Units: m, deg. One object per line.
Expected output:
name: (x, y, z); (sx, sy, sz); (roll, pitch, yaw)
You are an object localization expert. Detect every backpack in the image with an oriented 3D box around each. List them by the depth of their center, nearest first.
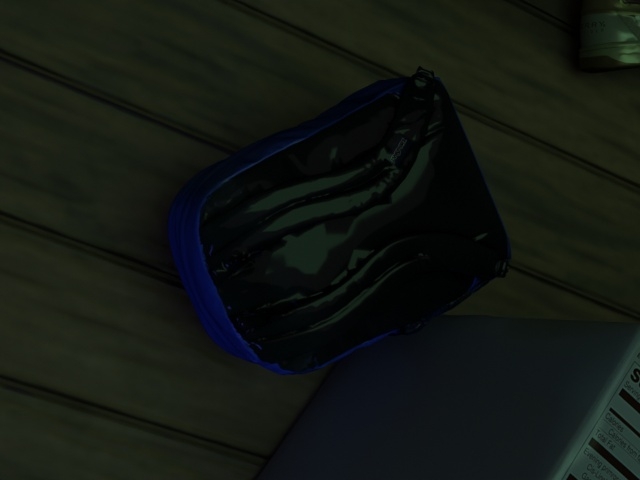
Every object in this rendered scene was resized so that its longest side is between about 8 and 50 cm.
backpack: (0.000, 0.000, 0.534); (0.120, 0.101, 0.098); (-30, 98, -20)

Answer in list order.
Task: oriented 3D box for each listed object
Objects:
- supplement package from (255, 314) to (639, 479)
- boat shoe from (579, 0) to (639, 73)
supplement package: (0.059, 0.152, 0.503); (0.149, 0.194, 0.203); (42, 71, -19)
boat shoe: (0.191, -0.115, 0.660); (0.135, 0.050, 0.045); (-12, 98, -26)
